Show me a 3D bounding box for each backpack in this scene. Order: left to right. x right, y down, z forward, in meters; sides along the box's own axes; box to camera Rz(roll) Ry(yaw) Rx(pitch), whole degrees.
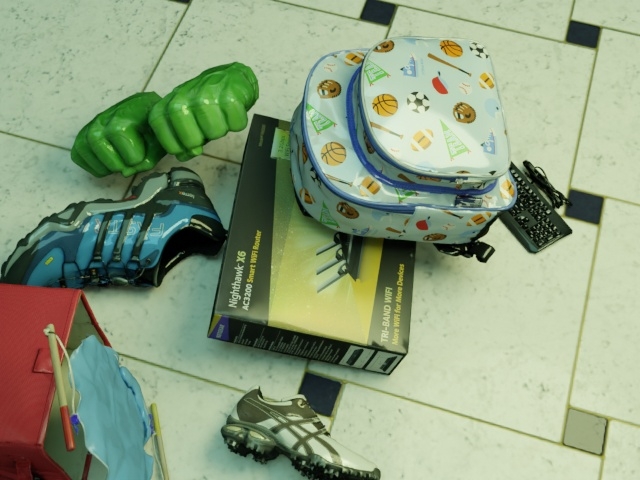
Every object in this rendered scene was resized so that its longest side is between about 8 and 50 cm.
[{"bbox_3d":[0.096,-0.122,1.087,0.263,0.213,0.277,-4,64,-8],"label":"backpack"}]

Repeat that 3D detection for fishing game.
[{"bbox_3d":[-0.234,0.194,0.967,0.041,0.264,0.189,-21,62,4],"label":"fishing game"}]

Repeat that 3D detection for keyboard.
[{"bbox_3d":[0.283,-0.078,1.252,0.100,0.038,0.192,-28,64,-16],"label":"keyboard"}]

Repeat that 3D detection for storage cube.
[{"bbox_3d":[-0.368,0.172,1.018,0.193,0.184,0.215,4,60,3],"label":"storage cube"}]

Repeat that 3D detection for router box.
[{"bbox_3d":[0.000,0.000,1.153,0.242,0.081,0.309,12,59,-8],"label":"router box"}]

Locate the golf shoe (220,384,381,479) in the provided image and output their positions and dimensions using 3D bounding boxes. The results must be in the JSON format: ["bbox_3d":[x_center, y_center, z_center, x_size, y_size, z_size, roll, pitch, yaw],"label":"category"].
[{"bbox_3d":[-0.016,0.230,1.048,0.198,0.077,0.094,18,61,9],"label":"golf shoe"}]

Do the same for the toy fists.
[{"bbox_3d":[-0.214,-0.156,1.199,0.279,0.096,0.142,-12,20,23],"label":"toy fists"}]

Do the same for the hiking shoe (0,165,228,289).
[{"bbox_3d":[-0.267,0.013,1.152,0.304,0.113,0.132,-30,63,-16],"label":"hiking shoe"}]
